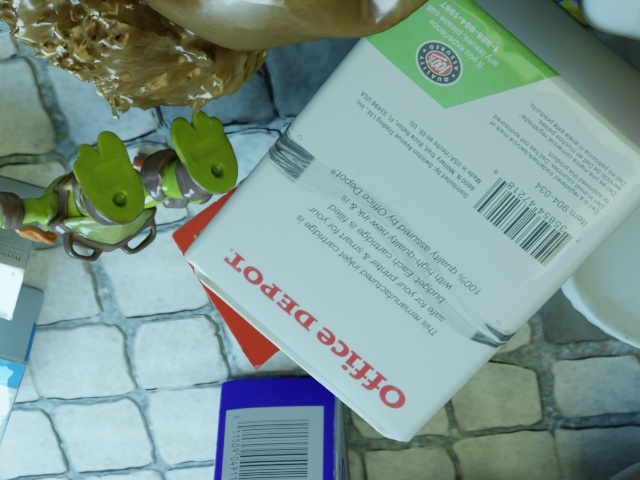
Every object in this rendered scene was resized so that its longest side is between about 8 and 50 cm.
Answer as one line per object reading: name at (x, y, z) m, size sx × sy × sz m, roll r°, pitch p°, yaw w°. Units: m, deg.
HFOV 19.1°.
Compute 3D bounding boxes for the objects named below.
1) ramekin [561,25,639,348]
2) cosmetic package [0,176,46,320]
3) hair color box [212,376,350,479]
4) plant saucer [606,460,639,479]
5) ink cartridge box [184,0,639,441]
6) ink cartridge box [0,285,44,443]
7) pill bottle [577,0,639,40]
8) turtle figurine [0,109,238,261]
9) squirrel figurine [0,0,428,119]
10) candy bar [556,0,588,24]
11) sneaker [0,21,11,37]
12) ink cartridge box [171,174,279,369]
ramekin at (0.274, -0.034, 1.353) m, size 0.272 × 0.127 × 0.273 m, roll 2°, pitch 128°, yaw 2°
cosmetic package at (-0.332, -0.020, 1.417) m, size 0.239 × 0.099 × 0.060 m, roll 16°, pitch 127°, yaw -8°
hair color box at (-0.021, 0.300, 1.592) m, size 0.110 × 0.185 × 0.339 m, roll -2°, pitch 128°, yaw 3°
plant saucer at (0.338, 0.219, 1.537) m, size 0.310 × 0.050 × 0.310 m, roll -5°, pitch 152°, yaw -3°
ink cartridge box at (0.073, -0.033, 1.247) m, size 0.198 × 0.115 × 0.273 m, roll 41°, pitch 119°, yaw -1°
ink cartridge box at (-0.263, 0.105, 1.515) m, size 0.052 × 0.088 × 0.122 m, roll 15°, pitch 127°, yaw -9°
pill bottle at (0.372, -0.202, 1.130) m, size 0.407 × 0.229 × 0.229 m, roll 10°, pitch 128°, yaw 3°
turtle figurine at (-0.159, -0.030, 1.301) m, size 0.269 × 0.087 × 0.217 m, roll -1°, pitch 175°, yaw -25°
squirrel figurine at (-0.146, -0.248, 1.092) m, size 0.370 × 0.281 × 0.397 m, roll 18°, pitch 141°, yaw -29°
candy bar at (0.147, -0.209, 1.293) m, size 0.040 × 0.018 × 0.161 m, roll -15°, pitch 126°, yaw 14°
sneaker at (-0.255, -0.136, 1.340) m, size 0.098 × 0.069 × 0.038 m, roll -21°, pitch 124°, yaw 19°
ink cartridge box at (0.000, 0.000, 1.395) m, size 0.179 × 0.045 × 0.145 m, roll -37°, pitch 124°, yaw -12°
